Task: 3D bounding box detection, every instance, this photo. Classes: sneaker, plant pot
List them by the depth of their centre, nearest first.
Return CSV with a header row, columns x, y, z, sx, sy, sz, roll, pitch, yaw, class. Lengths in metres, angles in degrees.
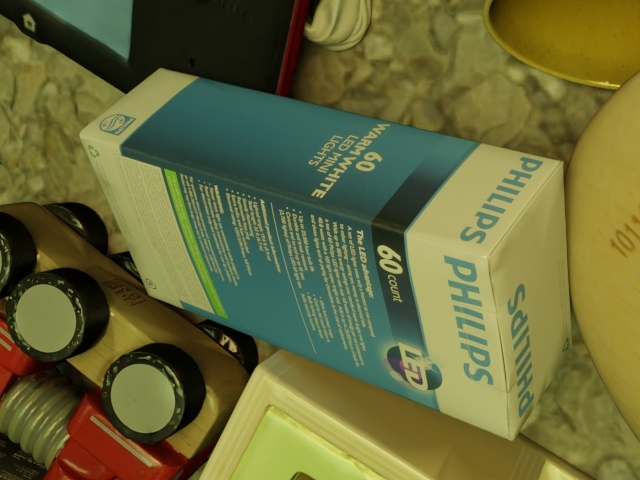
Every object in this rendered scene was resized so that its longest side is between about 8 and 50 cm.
x,y,z,sx,sy,sz,roll,pitch,yaw,class
0.161,-0.149,0.518,0.134,0.134,0.095,11,77,18,plant pot
0.001,-0.192,0.594,0.054,0.061,0.152,-4,96,22,sneaker

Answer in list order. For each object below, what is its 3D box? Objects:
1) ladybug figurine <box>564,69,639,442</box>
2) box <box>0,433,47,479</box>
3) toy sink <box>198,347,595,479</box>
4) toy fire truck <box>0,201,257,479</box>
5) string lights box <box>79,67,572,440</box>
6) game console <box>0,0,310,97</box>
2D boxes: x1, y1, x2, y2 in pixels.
x,y,z,sx,sy,sz,roll,pitch,yaw,class
0.314,0.072,0.437,0.449,0.162,0.305,47,142,17,ladybug figurine
-0.180,0.313,0.736,0.322,0.079,0.257,21,107,16,box
0.047,0.181,0.601,0.234,0.131,0.152,31,108,12,toy sink
-0.199,0.124,0.660,0.217,0.158,0.246,37,106,11,toy fire truck
0.000,0.000,0.546,0.260,0.076,0.133,18,140,32,string lights box
-0.156,-0.255,0.561,0.387,0.060,0.342,33,134,16,game console
